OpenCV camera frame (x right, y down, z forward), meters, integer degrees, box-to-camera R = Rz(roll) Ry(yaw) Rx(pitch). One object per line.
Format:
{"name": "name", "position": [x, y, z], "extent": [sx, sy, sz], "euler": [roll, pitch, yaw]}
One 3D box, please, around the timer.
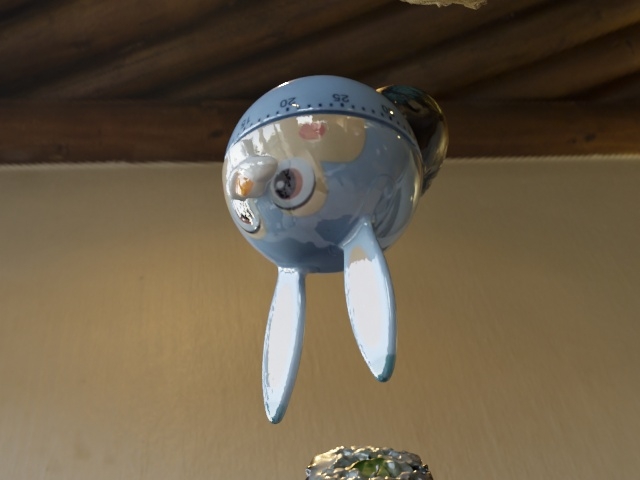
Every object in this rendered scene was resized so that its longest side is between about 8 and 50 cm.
{"name": "timer", "position": [-0.012, -0.018, 0.674], "extent": [0.176, 0.255, 0.175], "euler": [12, -44, 12]}

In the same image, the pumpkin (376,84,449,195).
{"name": "pumpkin", "position": [0.077, -0.107, 1.152], "extent": [0.140, 0.202, 0.202], "euler": [38, -57, 13]}

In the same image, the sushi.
{"name": "sushi", "position": [0.024, 0.182, 0.576], "extent": [0.098, 0.094, 0.084], "euler": [1, -79, 6]}

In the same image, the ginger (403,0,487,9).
{"name": "ginger", "position": [0.082, -0.198, 0.414], "extent": [0.123, 0.270, 0.218], "euler": [-16, -38, -26]}
